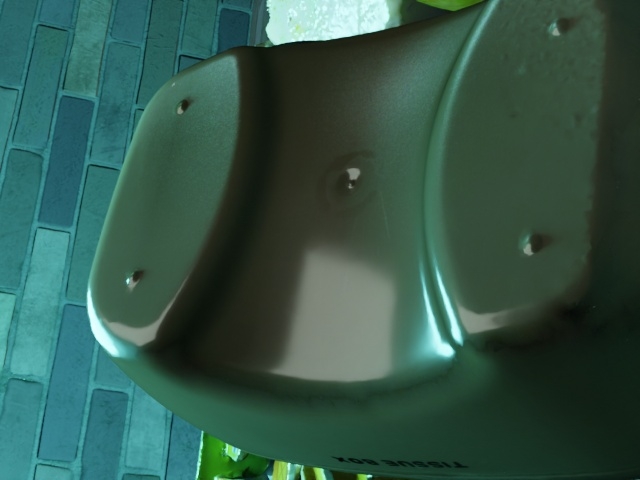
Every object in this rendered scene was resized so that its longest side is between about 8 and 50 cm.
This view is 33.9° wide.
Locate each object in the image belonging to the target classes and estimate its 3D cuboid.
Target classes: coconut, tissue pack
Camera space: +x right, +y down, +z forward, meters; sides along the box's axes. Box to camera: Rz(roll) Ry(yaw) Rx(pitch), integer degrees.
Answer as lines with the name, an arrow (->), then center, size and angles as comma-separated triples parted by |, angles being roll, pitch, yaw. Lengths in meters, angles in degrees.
coconut -> 0.079, -0.267, 1.149 | 0.233, 0.245, 0.233 | 19, 119, 39
tissue pack -> 0.076, 0.015, 0.660 | 0.387, 0.277, 0.267 | -6, 64, 34

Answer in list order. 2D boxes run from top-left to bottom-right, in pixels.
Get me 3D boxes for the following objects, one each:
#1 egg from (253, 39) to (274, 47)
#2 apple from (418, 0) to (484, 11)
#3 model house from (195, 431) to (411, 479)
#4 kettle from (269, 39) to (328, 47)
egg -> -0.034, -0.128, 1.333 | 0.279, 0.310, 0.279 | 55, 165, 22
apple -> 0.111, -0.349, 0.808 | 0.339, 0.339, 0.340 | -170, 90, -77
model house -> 0.005, 0.336, 1.001 | 0.313, 0.242, 0.358 | 165, 116, -72
kettle -> 0.013, 0.000, 0.976 | 0.262, 0.203, 0.308 | 35, -120, -65
